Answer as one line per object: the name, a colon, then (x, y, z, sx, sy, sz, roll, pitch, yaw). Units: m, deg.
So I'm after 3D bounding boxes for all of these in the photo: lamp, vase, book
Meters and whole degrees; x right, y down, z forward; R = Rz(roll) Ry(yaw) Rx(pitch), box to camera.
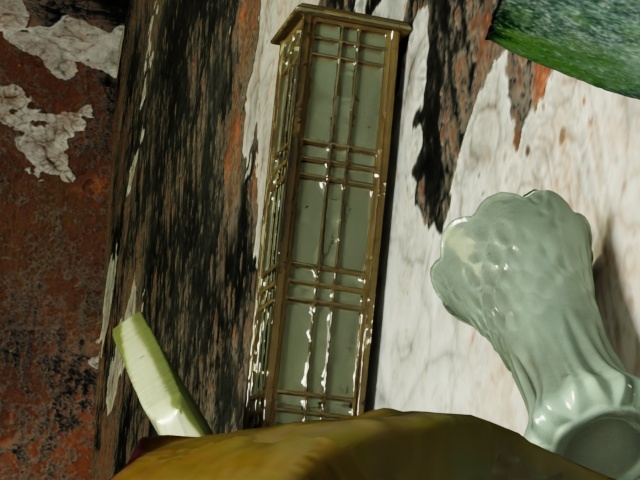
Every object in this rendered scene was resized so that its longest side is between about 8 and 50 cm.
lamp: (0.000, 0.000, 1.254, 0.090, 0.089, 0.325, 146, 131, -72)
vase: (0.105, 0.049, 0.782, 0.149, 0.081, 0.081, -108, 29, -55)
book: (-0.072, 0.185, 1.280, 0.239, 0.035, 0.352, 61, 174, -12)

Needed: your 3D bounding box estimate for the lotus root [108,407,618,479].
lotus root: (0.006, 0.238, 0.432, 0.111, 0.375, 0.390, -9, 82, 57)

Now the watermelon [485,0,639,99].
watermelon: (0.156, -0.193, 0.637, 0.193, 0.139, 0.257, 130, 156, -76)
